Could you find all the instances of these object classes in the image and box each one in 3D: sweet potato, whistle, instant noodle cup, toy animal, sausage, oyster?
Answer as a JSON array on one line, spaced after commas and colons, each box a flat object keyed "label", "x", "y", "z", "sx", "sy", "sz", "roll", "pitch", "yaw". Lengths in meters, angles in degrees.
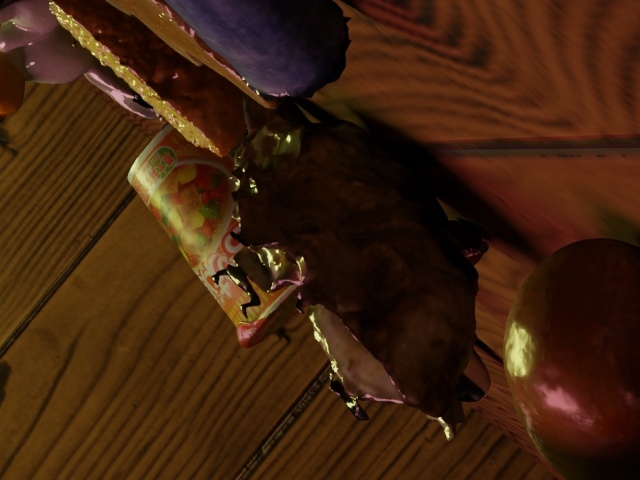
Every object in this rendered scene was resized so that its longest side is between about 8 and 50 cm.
[{"label": "sweet potato", "x": 0.086, "y": 0.003, "z": 1.200, "sx": 0.034, "sy": 0.034, "sz": 0.095, "roll": 40, "pitch": 174, "yaw": -14}, {"label": "whistle", "x": -0.073, "y": -0.148, "z": 0.711, "sx": 0.062, "sy": 0.062, "sz": 0.304, "roll": 37, "pitch": 176, "yaw": 34}, {"label": "instant noodle cup", "x": -0.068, "y": -0.025, "z": 1.597, "sx": 0.185, "sy": 0.168, "sz": 0.168, "roll": 46, "pitch": 178, "yaw": 8}, {"label": "toy animal", "x": -0.208, "y": -0.158, "z": 1.501, "sx": 0.127, "sy": 0.131, "sz": 0.182, "roll": 2, "pitch": 149, "yaw": 15}, {"label": "sausage", "x": 0.161, "y": 0.084, "z": 0.897, "sx": 0.109, "sy": 0.109, "sz": 0.270, "roll": 37, "pitch": 175, "yaw": 38}, {"label": "oyster", "x": 0.005, "y": 0.005, "z": 1.176, "sx": 0.198, "sy": 0.133, "sz": 0.337, "roll": 67, "pitch": 170, "yaw": -25}]

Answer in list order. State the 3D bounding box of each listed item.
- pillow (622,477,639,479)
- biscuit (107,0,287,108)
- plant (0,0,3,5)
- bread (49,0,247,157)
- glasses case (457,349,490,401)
[{"label": "pillow", "x": 0.210, "y": 0.192, "z": 0.894, "sx": 0.228, "sy": 0.101, "sz": 0.326, "roll": -11, "pitch": 148, "yaw": 29}, {"label": "biscuit", "x": -0.117, "y": -0.165, "z": 1.211, "sx": 0.153, "sy": 0.030, "sz": 0.234, "roll": 43, "pitch": 176, "yaw": -36}, {"label": "plant", "x": -0.309, "y": -0.219, "z": 1.330, "sx": 0.204, "sy": 0.178, "sz": 0.234, "roll": 39, "pitch": 171, "yaw": -12}, {"label": "bread", "x": -0.131, "y": -0.143, "z": 1.391, "sx": 0.187, "sy": 0.065, "sz": 0.103, "roll": 39, "pitch": 179, "yaw": -13}, {"label": "glasses case", "x": 0.068, "y": 0.080, "z": 2.047, "sx": 0.314, "sy": 0.075, "sz": 0.122, "roll": 37, "pitch": 174, "yaw": 35}]
